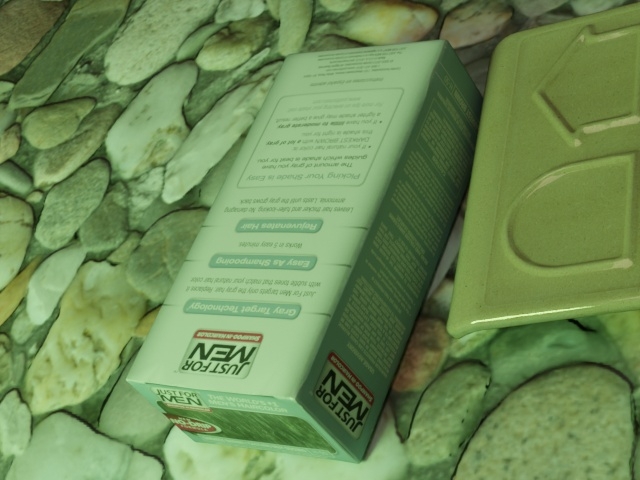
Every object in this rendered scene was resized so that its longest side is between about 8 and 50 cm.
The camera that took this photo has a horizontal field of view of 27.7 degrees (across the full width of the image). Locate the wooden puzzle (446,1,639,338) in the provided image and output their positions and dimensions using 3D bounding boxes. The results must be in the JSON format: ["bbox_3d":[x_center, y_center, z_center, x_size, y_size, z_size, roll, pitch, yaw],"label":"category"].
[{"bbox_3d":[0.278,-0.069,1.044,0.348,0.080,0.322,-14,47,33],"label":"wooden puzzle"}]

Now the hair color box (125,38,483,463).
[{"bbox_3d":[0.000,0.000,1.154,0.185,0.113,0.374,1,54,37],"label":"hair color box"}]
